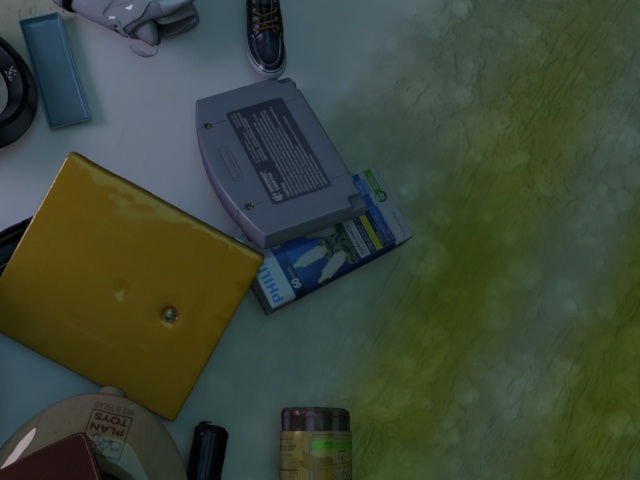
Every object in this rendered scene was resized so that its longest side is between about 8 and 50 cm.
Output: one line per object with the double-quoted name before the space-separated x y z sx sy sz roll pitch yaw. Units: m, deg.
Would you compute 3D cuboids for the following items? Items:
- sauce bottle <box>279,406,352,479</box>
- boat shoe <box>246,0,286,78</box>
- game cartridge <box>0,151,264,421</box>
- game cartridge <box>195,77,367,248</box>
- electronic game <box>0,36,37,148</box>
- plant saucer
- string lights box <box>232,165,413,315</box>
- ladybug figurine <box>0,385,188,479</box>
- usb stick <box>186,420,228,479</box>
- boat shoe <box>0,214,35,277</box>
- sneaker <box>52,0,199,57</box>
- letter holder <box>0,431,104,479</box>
"sauce bottle" -0.006 0.419 1.331 0.111 0.111 0.344 1 78 -11
"boat shoe" -0.093 -0.361 1.494 0.065 0.083 0.183 -7 67 -9
"game cartridge" -0.289 0.069 1.336 0.323 0.053 0.285 30 92 -6
"game cartridge" -0.079 -0.125 1.423 0.198 0.062 0.297 -21 58 -12
"electronic game" -0.539 -0.237 1.368 0.229 0.048 0.229 20 55 -31
"plant saucer" -0.425 -0.271 1.455 0.067 0.018 0.192 -16 81 -15
"string lights box" 0.000 0.000 1.447 0.259 0.077 0.133 -27 84 -17
"ladybug figurine" -0.330 0.423 1.231 0.305 0.162 0.449 16 75 -5
"usb stick" -0.180 0.403 1.315 0.045 0.077 0.278 6 75 13
"boat shoe" -0.423 -0.002 1.365 0.206 0.065 0.075 -26 83 -16
"sneaker" -0.252 -0.471 1.482 0.210 0.137 0.366 38 77 -2
"letter holder" -0.376 0.392 1.084 0.302 0.214 0.152 -27 114 -15
